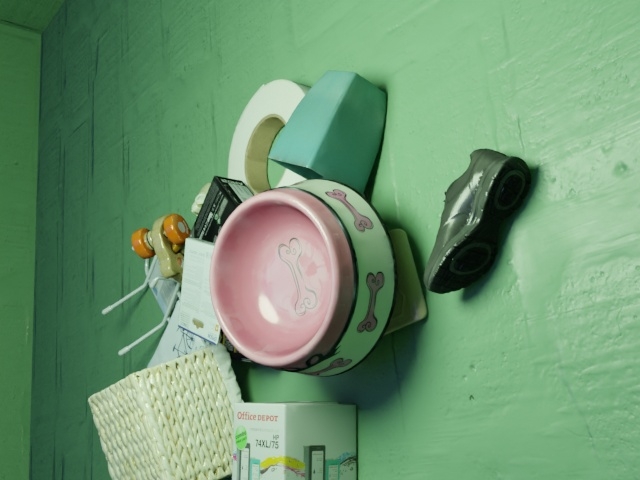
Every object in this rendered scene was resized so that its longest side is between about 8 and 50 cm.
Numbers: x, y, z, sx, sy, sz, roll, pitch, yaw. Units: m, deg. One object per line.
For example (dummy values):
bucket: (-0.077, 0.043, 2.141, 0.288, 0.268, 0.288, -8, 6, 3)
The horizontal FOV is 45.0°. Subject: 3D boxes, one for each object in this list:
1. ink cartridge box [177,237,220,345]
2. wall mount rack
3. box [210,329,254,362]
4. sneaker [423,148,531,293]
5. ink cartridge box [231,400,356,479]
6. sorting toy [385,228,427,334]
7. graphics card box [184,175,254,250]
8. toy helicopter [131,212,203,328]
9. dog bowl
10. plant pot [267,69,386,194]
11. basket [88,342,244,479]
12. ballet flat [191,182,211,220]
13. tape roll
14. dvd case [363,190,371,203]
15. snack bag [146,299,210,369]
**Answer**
ink cartridge box: (-0.265, 0.117, 1.832, 0.223, 0.045, 0.224, 13, 97, 54)
wall mount rack: (-0.552, 0.177, 2.407, 0.350, 0.130, 0.304, 52, 124, 45)
box: (-0.178, 0.145, 1.962, 0.257, 0.079, 0.322, -6, 79, 54)
sneaker: (0.267, -0.035, 1.402, 0.286, 0.109, 0.130, -60, 35, 12)
ink cartridge box: (-0.056, 0.479, 1.635, 0.198, 0.197, 0.270, -14, 72, 51)
sorting toy: (0.121, 0.099, 1.599, 0.208, 0.038, 0.193, -29, 68, 41)
graphics card box: (-0.195, 0.033, 1.867, 0.371, 0.094, 0.233, 48, 121, 44)
toy helicopter: (-0.362, 0.093, 2.146, 0.140, 0.235, 0.355, -22, 88, 19)
dog bowl: (-0.055, 0.075, 1.539, 0.407, 0.150, 0.408, -1, 89, 39)
plant pot: (0.032, -0.243, 1.686, 0.165, 0.165, 0.234, 20, 86, 53)
basket: (-0.373, 0.469, 1.942, 0.328, 0.266, 0.332, -31, 74, 47)
ballet flat: (-0.322, -0.071, 2.190, 0.086, 0.086, 0.249, -49, 48, 36)
tape roll: (-0.107, -0.210, 1.942, 0.392, 0.072, 0.393, -12, 74, 52)
dvd case: (0.065, -0.022, 1.721, 0.164, 0.018, 0.221, -47, 49, 38)
snack bag: (-0.394, 0.383, 2.207, 0.342, 0.037, 0.323, 50, 123, 37)
